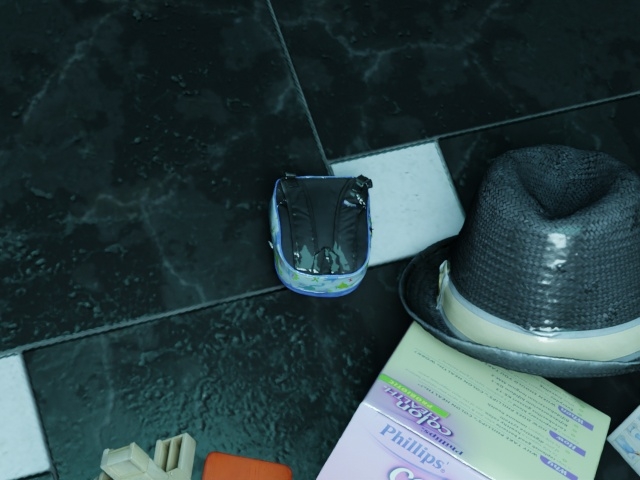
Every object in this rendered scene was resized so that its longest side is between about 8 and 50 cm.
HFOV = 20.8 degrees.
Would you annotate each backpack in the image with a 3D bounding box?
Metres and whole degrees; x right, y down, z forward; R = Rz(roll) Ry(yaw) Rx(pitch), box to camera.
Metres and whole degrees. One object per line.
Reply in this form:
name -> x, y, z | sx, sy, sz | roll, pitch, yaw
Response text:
backpack -> 0.000, 0.000, 1.743 | 0.105, 0.084, 0.114 | 1, 60, -9

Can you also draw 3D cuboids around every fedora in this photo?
fedora -> 0.230, 0.000, 1.657 | 0.334, 0.152, 0.334 | 4, 22, -1

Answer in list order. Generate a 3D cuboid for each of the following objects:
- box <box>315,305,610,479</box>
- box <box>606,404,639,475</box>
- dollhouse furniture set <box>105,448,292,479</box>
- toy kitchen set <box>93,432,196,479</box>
box -> 0.132, 0.198, 1.591 | 0.213, 0.117, 0.243 | 31, 23, 4
box -> 0.374, 0.166, 1.669 | 0.114, 0.203, 0.103 | -37, 77, -23
dollhouse furniture set -> -0.080, 0.310, 1.543 | 0.262, 0.135, 0.259 | 10, 58, -5
toy kitchen set -> -0.164, 0.193, 1.527 | 0.068, 0.083, 0.075 | -20, 41, 25
